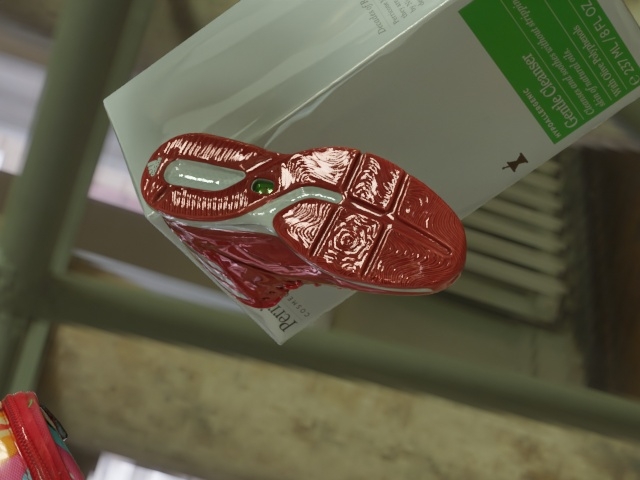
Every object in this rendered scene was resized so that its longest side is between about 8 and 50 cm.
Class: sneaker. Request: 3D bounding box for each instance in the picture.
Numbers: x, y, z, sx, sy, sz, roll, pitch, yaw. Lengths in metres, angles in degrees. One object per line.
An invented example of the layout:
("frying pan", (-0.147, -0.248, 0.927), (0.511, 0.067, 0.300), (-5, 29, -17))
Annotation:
("sneaker", (0.000, 0.000, 1.153), (0.087, 0.221, 0.128), (-62, -24, -18))

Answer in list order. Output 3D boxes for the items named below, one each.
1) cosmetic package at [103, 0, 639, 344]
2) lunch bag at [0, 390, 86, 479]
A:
("cosmetic package", (0.045, -0.113, 1.333), (0.365, 0.197, 0.155), (-37, 43, 9))
("lunch bag", (-0.141, 0.235, 0.886), (0.258, 0.120, 0.293), (124, 125, -71))
